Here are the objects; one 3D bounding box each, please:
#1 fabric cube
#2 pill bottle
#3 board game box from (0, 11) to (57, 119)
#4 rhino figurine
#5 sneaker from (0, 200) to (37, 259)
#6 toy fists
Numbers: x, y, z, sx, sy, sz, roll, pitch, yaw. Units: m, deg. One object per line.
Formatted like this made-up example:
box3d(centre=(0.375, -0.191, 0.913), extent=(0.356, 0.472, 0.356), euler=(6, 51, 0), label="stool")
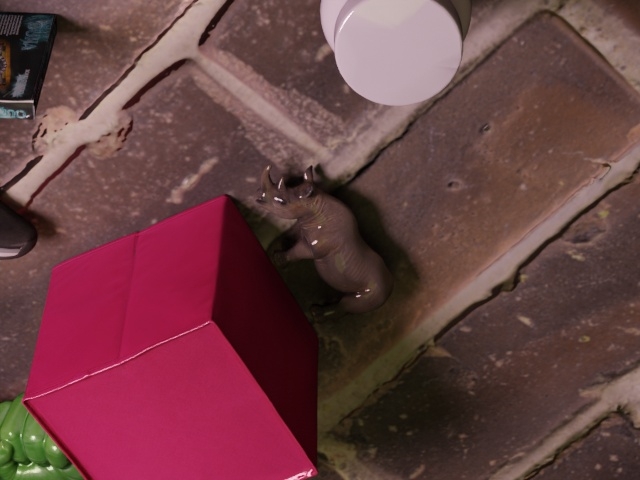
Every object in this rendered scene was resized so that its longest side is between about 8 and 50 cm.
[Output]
box3d(centre=(-0.167, 0.152, 2.063), extent=(0.259, 0.258, 0.254), euler=(-22, 122, 15), label="fabric cube")
box3d(centre=(0.075, -0.255, 1.781), extent=(0.153, 0.265, 0.153), euler=(0, 125, 0), label="pill bottle")
box3d(centre=(-0.356, -0.190, 1.874), extent=(0.126, 0.186, 0.026), euler=(3, 126, -1), label="board game box")
box3d(centre=(0.000, 0.000, 2.071), extent=(0.106, 0.073, 0.243), euler=(-23, 120, 20), label="rhino figurine")
box3d(centre=(-0.424, -0.068, 2.021), extent=(0.228, 0.086, 0.132), euler=(19, 120, -11), label="sneaker")
box3d(centre=(-0.384, 0.264, 2.158), extent=(0.279, 0.096, 0.142), euler=(-12, 125, 38), label="toy fists")
